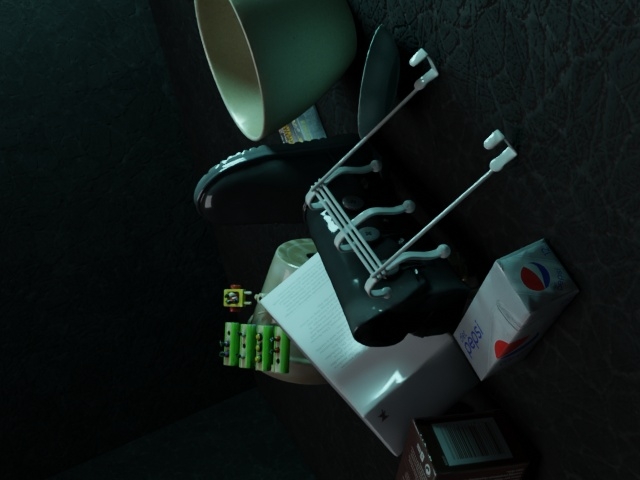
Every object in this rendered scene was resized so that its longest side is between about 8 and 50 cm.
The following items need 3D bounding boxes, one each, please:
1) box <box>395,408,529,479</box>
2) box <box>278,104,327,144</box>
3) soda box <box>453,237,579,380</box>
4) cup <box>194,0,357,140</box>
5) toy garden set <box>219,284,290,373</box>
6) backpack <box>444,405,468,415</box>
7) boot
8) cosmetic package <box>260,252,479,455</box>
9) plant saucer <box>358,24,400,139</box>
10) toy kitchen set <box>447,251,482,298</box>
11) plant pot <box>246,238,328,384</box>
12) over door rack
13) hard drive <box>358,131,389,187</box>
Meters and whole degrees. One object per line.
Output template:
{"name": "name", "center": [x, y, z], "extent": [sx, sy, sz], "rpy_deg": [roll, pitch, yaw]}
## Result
{"name": "box", "center": [0.250, 0.506, 1.615], "extent": [0.143, 0.191, 0.381], "rpy_deg": [-111, 24, -50]}
{"name": "box", "center": [-0.029, -0.211, 1.997], "extent": [0.231, 0.056, 0.183], "rpy_deg": [70, 164, -6]}
{"name": "soda box", "center": [0.298, 0.117, 1.302], "extent": [0.098, 0.091, 0.286], "rpy_deg": [61, 162, 23]}
{"name": "cup", "center": [-0.071, -0.383, 1.591], "extent": [0.331, 0.237, 0.331], "rpy_deg": [57, 159, 35]}
{"name": "toy garden set", "center": [-0.167, 0.210, 2.016], "extent": [0.244, 0.049, 0.204], "rpy_deg": [-3, 83, 48]}
{"name": "backpack", "center": [0.269, 0.442, 1.769], "extent": [0.152, 0.115, 0.182], "rpy_deg": [11, 124, 68]}
{"name": "boot", "center": [0.004, 0.013, 1.479], "extent": [0.146, 0.367, 0.445], "rpy_deg": [84, 164, -52]}
{"name": "cosmetic package", "center": [0.089, 0.205, 1.735], "extent": [0.453, 0.230, 0.161], "rpy_deg": [41, 169, 51]}
{"name": "plant saucer", "center": [0.105, -0.263, 1.401], "extent": [0.195, 0.037, 0.195], "rpy_deg": [11, -90, -79]}
{"name": "toy kitchen set", "center": [0.263, 0.059, 1.450], "extent": [0.075, 0.068, 0.083], "rpy_deg": [-11, 86, 39]}
{"name": "plant pot", "center": [-0.026, 0.157, 2.099], "extent": [0.323, 0.323, 0.280], "rpy_deg": [-137, 46, -56]}
{"name": "over door rack", "center": [0.143, -0.096, 1.314], "extent": [0.324, 0.108, 0.239], "rpy_deg": [-50, 51, 20]}
{"name": "hard drive", "center": [0.107, -0.155, 1.693], "extent": [0.094, 0.022, 0.135], "rpy_deg": [56, 160, 36]}
